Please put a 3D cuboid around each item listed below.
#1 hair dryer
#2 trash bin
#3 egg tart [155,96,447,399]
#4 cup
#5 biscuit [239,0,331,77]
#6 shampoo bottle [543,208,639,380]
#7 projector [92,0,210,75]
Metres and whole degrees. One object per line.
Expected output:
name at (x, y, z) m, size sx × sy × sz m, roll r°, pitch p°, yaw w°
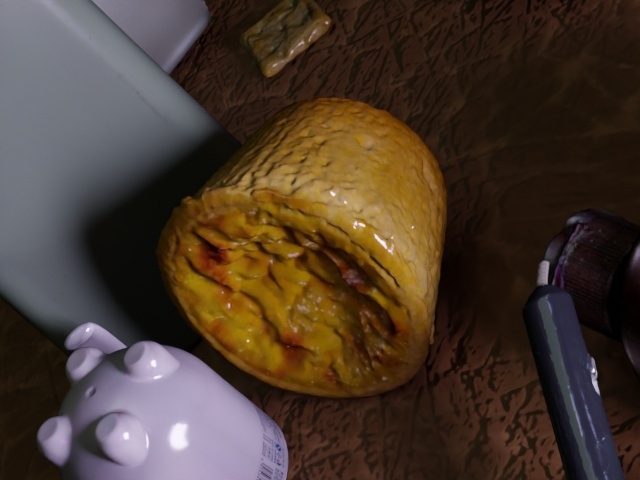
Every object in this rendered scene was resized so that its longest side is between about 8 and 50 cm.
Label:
hair dryer at (0.161, 0.107, 0.864) m, size 0.124 × 0.071 × 0.219 m, roll -25°, pitch 62°, yaw 21°
trash bin at (-0.211, -0.067, 1.178) m, size 0.223 × 0.343 × 0.158 m, roll -48°, pitch 36°, yaw -4°
egg tart at (0.000, 0.000, 1.071) m, size 0.202 × 0.203 × 0.147 m, roll -13°, pitch 34°, yaw 33°
cup at (-0.116, 0.127, 1.075) m, size 0.134 × 0.142 × 0.174 m, roll -22°, pitch 43°, yaw 26°
biscuit at (-0.034, -0.194, 1.399) m, size 0.081 × 0.018 × 0.083 m, roll -39°, pitch 38°, yaw 7°
shampoo bottle at (0.254, 0.060, 0.830) m, size 0.084 × 0.129 × 0.323 m, roll -26°, pitch 32°, yaw -26°
projector at (-0.293, -0.207, 1.453) m, size 0.248 × 0.248 × 0.249 m, roll 21°, pitch 70°, yaw 50°
